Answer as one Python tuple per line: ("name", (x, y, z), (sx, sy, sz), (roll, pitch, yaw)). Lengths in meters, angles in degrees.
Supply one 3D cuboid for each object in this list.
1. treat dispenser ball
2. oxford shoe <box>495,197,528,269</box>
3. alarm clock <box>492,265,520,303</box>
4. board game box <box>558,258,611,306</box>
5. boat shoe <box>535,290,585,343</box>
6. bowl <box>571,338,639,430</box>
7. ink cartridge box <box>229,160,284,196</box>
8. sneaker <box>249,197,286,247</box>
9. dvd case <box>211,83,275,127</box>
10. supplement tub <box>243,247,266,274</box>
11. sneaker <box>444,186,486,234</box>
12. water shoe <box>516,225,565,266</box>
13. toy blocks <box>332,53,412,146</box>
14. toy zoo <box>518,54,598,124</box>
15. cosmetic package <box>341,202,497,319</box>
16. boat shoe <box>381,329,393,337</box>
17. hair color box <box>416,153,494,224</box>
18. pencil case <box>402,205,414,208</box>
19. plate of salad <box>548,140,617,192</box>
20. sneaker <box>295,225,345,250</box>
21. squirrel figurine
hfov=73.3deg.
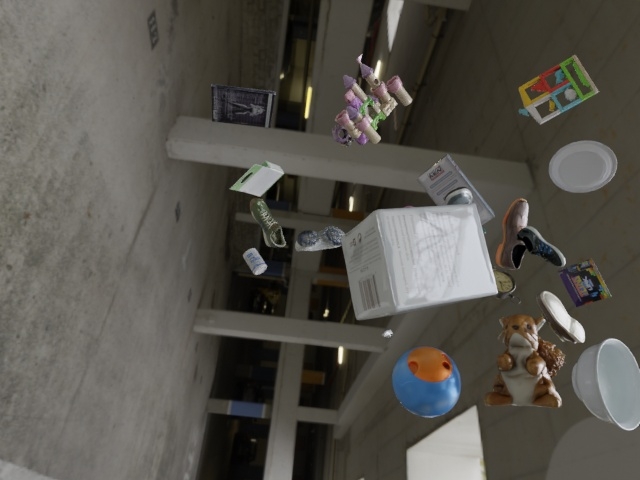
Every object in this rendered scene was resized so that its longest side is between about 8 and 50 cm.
("treat dispenser ball", (0.451, 0.599, 1.835), (0.288, 0.287, 0.289), (-173, -90, -87))
("oxford shoe", (1.002, -0.029, 2.170), (0.132, 0.129, 0.364), (-145, -118, -72))
("alarm clock", (0.776, 0.201, 1.844), (0.192, 0.129, 0.064), (51, -29, 35))
("board game box", (1.126, 0.181, 1.838), (0.048, 0.141, 0.171), (-13, 76, -60))
("boat shoe", (1.091, 0.361, 1.993), (0.096, 0.324, 0.117), (-27, -155, 53))
("bowl", (0.988, 0.499, 1.510), (0.134, 0.297, 0.298), (-25, -127, 55))
("ink cartridge box", (-0.288, -0.281, 1.910), (0.056, 0.171, 0.235), (57, 21, 19))
("sneaker", (-0.169, -0.056, 1.460), (0.086, 0.064, 0.192), (15, -47, 48))
("dvd case", (-0.281, -0.483, 1.556), (0.165, 0.221, 0.018), (111, -20, -57))
("supplement tub", (-0.299, 0.096, 1.965), (0.107, 0.071, 0.071), (53, -22, 21))
("sneaker", (0.570, -0.077, 1.697), (0.295, 0.123, 0.179), (43, 27, -60))
("water shoe", (0.847, 0.038, 1.668), (0.203, 0.080, 0.073), (50, -19, 19))
("toy blocks", (0.161, -0.587, 1.832), (0.289, 0.260, 0.309), (-52, -155, -8))
("toy zoo", (1.009, -0.642, 1.876), (0.193, 0.293, 0.030), (66, 20, 10))
("cosmetic package", (0.329, 0.082, 1.521), (0.329, 0.393, 0.328), (140, -58, -66))
("boat shoe", (0.368, 0.513, 2.346), (0.035, 0.035, 0.100), (-49, 155, 19))
("hair color box", (0.669, -0.222, 2.136), (0.185, 0.375, 0.113), (-38, 180, 25))
("pencil case", (0.428, -0.080, 1.880), (0.284, 0.124, 0.124), (2, 97, -56))
("plate of salad", (0.895, -0.254, 1.474), (0.200, 0.199, 0.048), (100, 17, -45))
("sneaker", (0.000, 0.000, 2.258), (0.129, 0.296, 0.111), (132, -48, -58))
("squirrel figurine", (0.885, 0.513, 1.863), (0.280, 0.396, 0.371), (-15, -112, 39))
